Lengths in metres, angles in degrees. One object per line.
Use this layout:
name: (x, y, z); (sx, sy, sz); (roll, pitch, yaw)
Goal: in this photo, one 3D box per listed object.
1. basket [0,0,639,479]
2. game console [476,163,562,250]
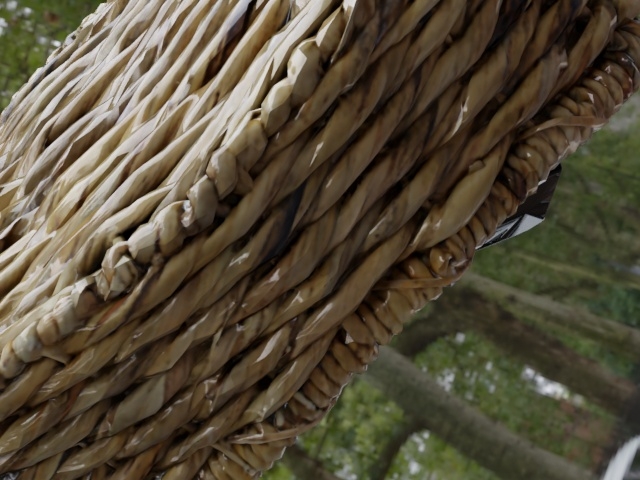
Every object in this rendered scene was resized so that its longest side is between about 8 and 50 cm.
basket: (0.000, 0.000, 0.459); (0.299, 0.213, 0.223); (-46, -58, 4)
game console: (0.111, -0.061, 0.948); (0.213, 0.044, 0.361); (-21, -23, -6)
